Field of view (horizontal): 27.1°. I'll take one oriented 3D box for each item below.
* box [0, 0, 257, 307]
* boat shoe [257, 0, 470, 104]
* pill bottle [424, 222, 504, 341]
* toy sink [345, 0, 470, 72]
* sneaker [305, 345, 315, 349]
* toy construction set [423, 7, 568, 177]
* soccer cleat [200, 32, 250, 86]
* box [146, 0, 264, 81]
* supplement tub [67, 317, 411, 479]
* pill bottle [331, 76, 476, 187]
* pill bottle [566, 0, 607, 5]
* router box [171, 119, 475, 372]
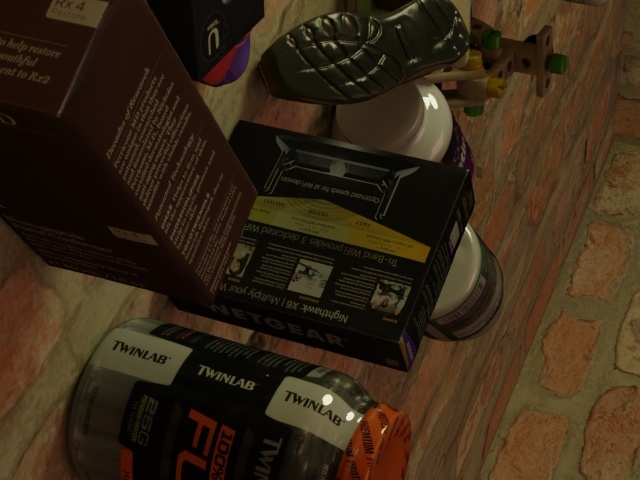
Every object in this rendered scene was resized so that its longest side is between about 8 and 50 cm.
[{"bbox_3d":[-0.204,-0.087,1.142,0.381,0.191,0.143,63,44,-61],"label":"box"},{"bbox_3d":[0.054,-0.236,1.764,0.324,0.120,0.122,-16,86,-35],"label":"boat shoe"},{"bbox_3d":[0.217,0.070,2.376,0.361,0.204,0.204,39,67,-69],"label":"pill bottle"},{"bbox_3d":[0.127,-0.332,1.937,0.234,0.153,0.131,87,26,-42],"label":"toy sink"},{"bbox_3d":[0.029,0.069,2.029,0.153,0.094,0.235,84,28,-47],"label":"sneaker"},{"bbox_3d":[0.290,-0.261,2.301,0.257,0.237,0.309,-24,126,-66],"label":"toy construction set"},{"bbox_3d":[-0.108,-0.267,1.387,0.318,0.116,0.108,74,35,-54],"label":"soccer cleat"},{"bbox_3d":[-0.155,-0.299,1.167,0.143,0.165,0.270,-55,151,-46],"label":"box"},{"bbox_3d":[-0.085,0.219,1.453,0.207,0.338,0.207,13,90,-70],"label":"supplement tub"},{"bbox_3d":[0.124,-0.142,2.012,0.323,0.181,0.181,44,62,-68],"label":"pill bottle"},{"bbox_3d":[0.334,-0.488,2.166,0.169,0.301,0.169,15,90,-71],"label":"pill bottle"},{"bbox_3d":[0.000,0.000,1.578,0.081,0.309,0.243,70,40,-56],"label":"router box"}]
